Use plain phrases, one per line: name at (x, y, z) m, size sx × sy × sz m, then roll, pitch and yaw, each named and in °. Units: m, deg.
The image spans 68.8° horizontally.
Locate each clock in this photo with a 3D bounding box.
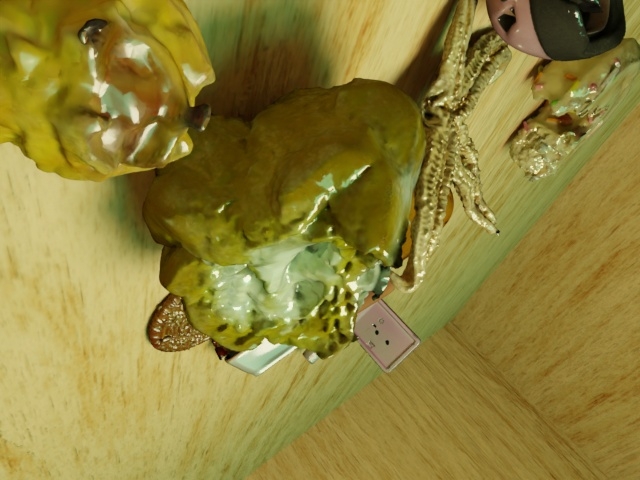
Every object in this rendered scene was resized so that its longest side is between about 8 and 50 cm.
clock at (0.197, 0.295, 1.470) m, size 0.150 × 0.197 × 0.063 m, roll -46°, pitch 158°, yaw 6°

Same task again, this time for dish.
dish at (-0.081, 0.200, 0.961) m, size 0.234 × 0.064 × 0.154 m, roll -34°, pitch 179°, yaw -16°

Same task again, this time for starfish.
starfish at (0.216, -0.138, 0.730) m, size 0.324 × 0.083 × 0.431 m, roll 5°, pitch 92°, yaw -56°

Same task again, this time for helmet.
helmet at (0.320, -0.344, 0.639) m, size 0.253 × 0.154 × 0.198 m, roll -31°, pitch 115°, yaw -49°

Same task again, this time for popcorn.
popcorn at (-0.150, -0.112, 0.318) m, size 0.167 × 0.152 × 0.148 m, roll -37°, pitch 139°, yaw -36°

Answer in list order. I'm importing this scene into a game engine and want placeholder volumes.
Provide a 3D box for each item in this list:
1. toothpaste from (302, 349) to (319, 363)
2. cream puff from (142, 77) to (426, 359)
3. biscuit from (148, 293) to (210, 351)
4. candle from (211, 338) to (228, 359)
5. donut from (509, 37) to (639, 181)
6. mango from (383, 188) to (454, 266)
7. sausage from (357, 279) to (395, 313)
toothpaste at (0.056, 0.233, 1.327) m, size 0.282 × 0.068 × 0.099 m, roll -47°, pitch -172°, yaw -14°
cream puff at (-0.041, -0.046, 0.521) m, size 0.323 × 0.270 × 0.274 m, roll 111°, pitch 0°, yaw -47°
biscuit at (-0.216, 0.133, 0.757) m, size 0.126 × 0.025 × 0.206 m, roll -31°, pitch 153°, yaw -26°
candle at (-0.073, 0.127, 0.949) m, size 0.329 × 0.048 × 0.051 m, roll -32°, pitch 170°, yaw -26°
donut at (0.592, -0.328, 1.096) m, size 0.307 × 0.150 × 0.371 m, roll -41°, pitch 157°, yaw -5°
mango at (0.125, -0.048, 0.816) m, size 0.287 × 0.152 × 0.201 m, roll -31°, pitch 166°, yaw -40°
sausage at (0.081, 0.139, 1.161) m, size 0.289 × 0.086 × 0.086 m, roll -21°, pitch 149°, yaw -40°
